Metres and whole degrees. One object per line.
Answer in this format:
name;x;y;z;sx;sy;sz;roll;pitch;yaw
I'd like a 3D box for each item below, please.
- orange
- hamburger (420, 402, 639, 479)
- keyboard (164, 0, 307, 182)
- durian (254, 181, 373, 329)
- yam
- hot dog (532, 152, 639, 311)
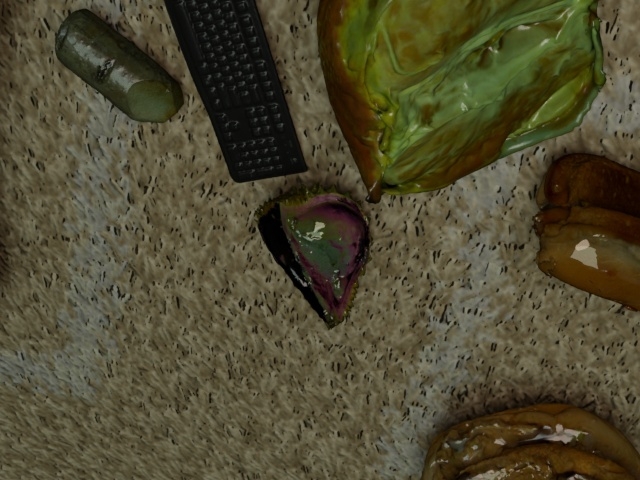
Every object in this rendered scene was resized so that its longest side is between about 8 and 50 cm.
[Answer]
orange;0.128;-0.181;0.765;0.262;0.196;0.334;-19;141;6
hamburger;0.268;0.342;1.059;0.289;0.170;0.314;-16;113;15
keyboard;-0.105;-0.230;0.889;0.103;0.041;0.381;-9;116;15
durian;0.003;-0.002;0.979;0.108;0.119;0.187;-34;116;-14
yam;-0.216;-0.181;0.922;0.146;0.070;0.070;40;118;-10
hot dog;0.376;0.027;0.880;0.348;0.158;0.117;18;138;-3
